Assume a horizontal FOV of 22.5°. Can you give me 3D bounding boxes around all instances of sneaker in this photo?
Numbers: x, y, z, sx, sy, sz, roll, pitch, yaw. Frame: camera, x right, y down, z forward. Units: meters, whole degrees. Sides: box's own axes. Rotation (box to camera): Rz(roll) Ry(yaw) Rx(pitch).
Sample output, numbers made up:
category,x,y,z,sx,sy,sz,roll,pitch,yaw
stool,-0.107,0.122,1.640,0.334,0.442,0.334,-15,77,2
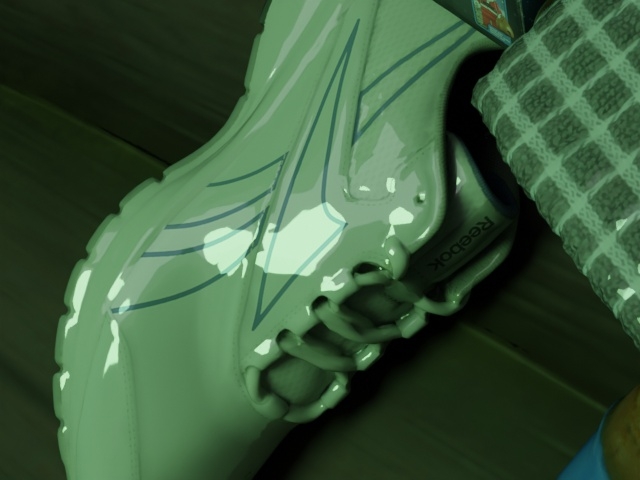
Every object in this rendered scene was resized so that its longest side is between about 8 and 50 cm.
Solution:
category,x,y,z,sx,sy,sz,roll,pitch,yaw
sneaker,0.000,0.000,0.636,0.129,0.111,0.297,28,88,41

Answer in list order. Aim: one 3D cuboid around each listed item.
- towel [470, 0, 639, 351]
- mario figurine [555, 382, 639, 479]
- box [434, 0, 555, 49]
category,x,y,z,sx,sy,sz,roll,pitch,yaw
towel,0.195,-0.027,0.468,0.235,0.121,0.284,-44,47,16
mario figurine,0.055,0.157,0.458,0.198,0.170,0.320,-43,-2,-44
box,0.056,-0.186,0.650,0.159,0.044,0.233,-39,56,-15
